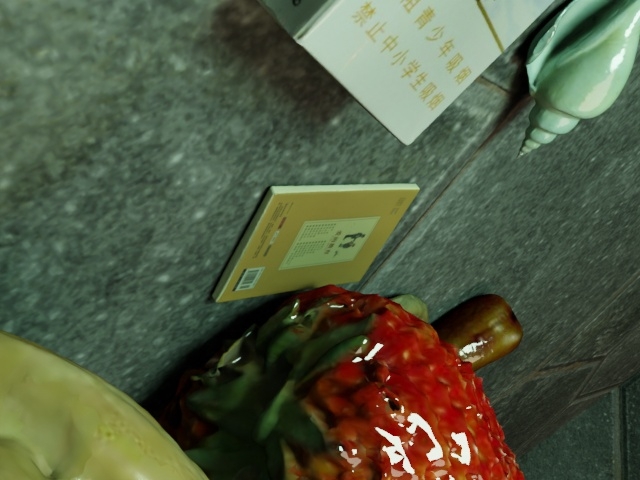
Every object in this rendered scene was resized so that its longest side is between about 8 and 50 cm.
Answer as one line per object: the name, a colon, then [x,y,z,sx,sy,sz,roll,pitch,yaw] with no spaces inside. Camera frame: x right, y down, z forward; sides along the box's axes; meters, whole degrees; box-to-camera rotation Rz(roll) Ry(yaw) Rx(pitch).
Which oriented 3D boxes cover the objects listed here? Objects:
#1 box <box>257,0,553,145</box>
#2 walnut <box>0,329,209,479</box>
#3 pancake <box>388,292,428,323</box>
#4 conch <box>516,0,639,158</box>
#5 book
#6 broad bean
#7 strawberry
box: [0.087,-0.176,0.400,0.233,0.067,0.149,-44,153,11]
walnut: [-0.199,0.238,0.343,0.383,0.384,0.384,-28,150,-18]
pancake: [0.033,0.153,0.832,0.236,0.042,0.222,-32,152,-10]
conch: [0.209,-0.146,0.598,0.180,0.088,0.065,-61,-172,24]
book: [0.000,0.000,0.606,0.172,0.012,0.118,-5,137,-45]
broad bean: [0.184,0.133,0.934,0.165,0.084,0.114,-30,162,-9]
strawberry: [0.038,0.197,0.661,0.312,0.267,0.351,-18,148,41]
